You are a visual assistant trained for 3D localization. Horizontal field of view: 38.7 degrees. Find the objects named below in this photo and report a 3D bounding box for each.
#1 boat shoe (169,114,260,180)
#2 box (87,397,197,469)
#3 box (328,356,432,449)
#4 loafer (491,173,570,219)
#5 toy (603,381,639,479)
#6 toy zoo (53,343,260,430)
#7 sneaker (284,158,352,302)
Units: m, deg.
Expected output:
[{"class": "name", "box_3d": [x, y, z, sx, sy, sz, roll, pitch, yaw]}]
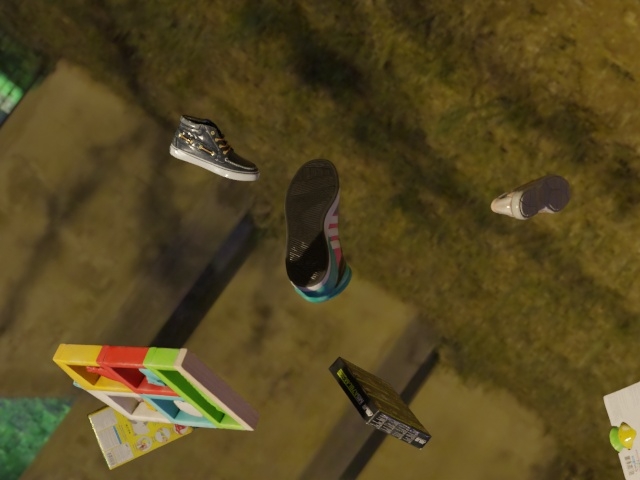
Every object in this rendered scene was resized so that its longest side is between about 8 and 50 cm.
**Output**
[{"class": "boat shoe", "box_3d": [-0.197, -0.179, 1.766, 0.184, 0.083, 0.065, 19, -158, -3]}, {"class": "box", "box_3d": [-0.309, 0.318, 1.611, 0.105, 0.179, 0.043, 69, 161, 0]}, {"class": "box", "box_3d": [0.124, 0.341, 1.913, 0.191, 0.045, 0.184, 33, -167, -41]}, {"class": "loafer", "box_3d": [0.237, -0.050, 1.020, 0.039, 0.045, 0.125, 3, -168, 41]}, {"class": "toy", "box_3d": [0.511, 0.262, 1.316, 0.056, 0.136, 0.237, 0, 157, -23]}, {"class": "toy zoo", "box_3d": [-0.256, 0.213, 1.327, 0.293, 0.030, 0.192, -2, 143, 33]}, {"class": "sneaker", "box_3d": [0.000, 0.000, 1.812, 0.124, 0.295, 0.178, 0, 150, 11]}]
